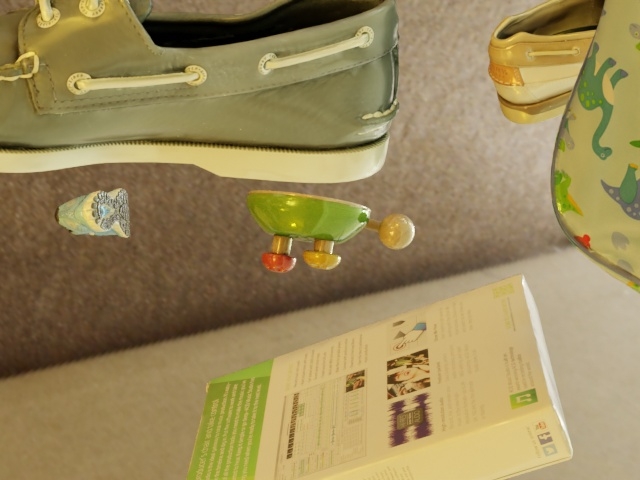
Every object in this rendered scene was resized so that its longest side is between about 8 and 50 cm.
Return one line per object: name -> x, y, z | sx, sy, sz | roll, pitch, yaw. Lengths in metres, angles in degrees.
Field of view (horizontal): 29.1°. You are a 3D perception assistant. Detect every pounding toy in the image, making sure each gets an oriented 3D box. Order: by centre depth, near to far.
pounding toy -> 0.000, 0.000, 1.802 | 0.237, 0.183, 0.110 | 10, 85, -24

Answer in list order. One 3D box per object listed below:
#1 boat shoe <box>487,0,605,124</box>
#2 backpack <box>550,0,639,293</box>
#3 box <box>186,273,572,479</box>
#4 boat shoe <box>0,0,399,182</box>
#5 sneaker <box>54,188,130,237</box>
boat shoe -> 0.319, -0.232, 1.298 | 0.302, 0.113, 0.103 | -28, 128, -4
backpack -> 0.301, -0.115, 0.818 | 0.273, 0.290, 0.355 | -46, 158, -33
box -> 0.042, 0.150, 1.060 | 0.322, 0.232, 0.058 | -18, 112, 11
boat shoe -> -0.106, -0.096, 0.605 | 0.320, 0.116, 0.099 | 3, 120, -22
sneaker -> -0.292, -0.036, 1.581 | 0.162, 0.073, 0.063 | 24, 62, -79
